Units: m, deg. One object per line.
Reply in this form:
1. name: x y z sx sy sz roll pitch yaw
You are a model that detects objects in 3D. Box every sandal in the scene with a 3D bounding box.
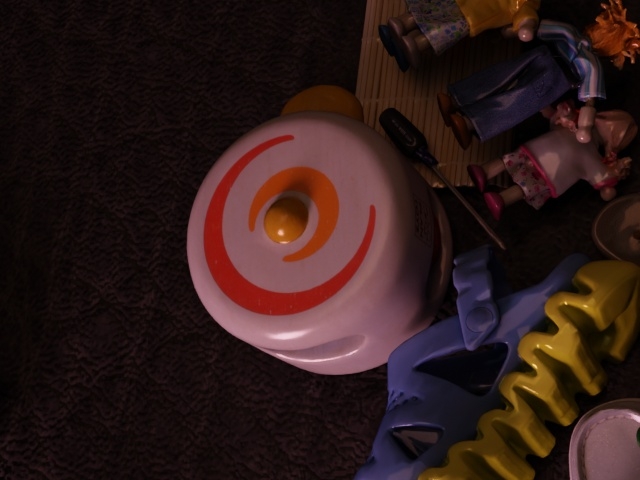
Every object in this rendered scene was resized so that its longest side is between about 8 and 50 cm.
1. sandal: 0.286 0.008 0.886 0.180 0.049 0.072 28 80 31
2. sandal: 0.100 0.123 0.880 0.138 0.126 0.317 32 74 35

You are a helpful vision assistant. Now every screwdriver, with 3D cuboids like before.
1. screwdriver: 0.104 -0.053 0.992 0.025 0.024 0.170 -29 60 -24

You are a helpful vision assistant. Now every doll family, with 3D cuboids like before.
1. doll family: 0.161 -0.152 0.956 0.163 0.118 0.263 -28 64 -2

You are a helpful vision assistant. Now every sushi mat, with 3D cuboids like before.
1. sushi mat: 0.108 -0.186 1.072 0.151 0.019 0.317 -2 66 24

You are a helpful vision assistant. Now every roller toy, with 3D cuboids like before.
1. roller toy: 0.000 0.000 0.946 0.209 0.146 0.191 -49 61 3

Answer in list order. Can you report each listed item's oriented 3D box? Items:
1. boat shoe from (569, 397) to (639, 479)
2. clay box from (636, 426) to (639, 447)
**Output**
1. boat shoe: 0.241 0.241 0.765 0.118 0.103 0.320 -20 59 13
2. clay box: 0.316 0.169 0.747 0.127 0.053 0.222 -26 63 -28
